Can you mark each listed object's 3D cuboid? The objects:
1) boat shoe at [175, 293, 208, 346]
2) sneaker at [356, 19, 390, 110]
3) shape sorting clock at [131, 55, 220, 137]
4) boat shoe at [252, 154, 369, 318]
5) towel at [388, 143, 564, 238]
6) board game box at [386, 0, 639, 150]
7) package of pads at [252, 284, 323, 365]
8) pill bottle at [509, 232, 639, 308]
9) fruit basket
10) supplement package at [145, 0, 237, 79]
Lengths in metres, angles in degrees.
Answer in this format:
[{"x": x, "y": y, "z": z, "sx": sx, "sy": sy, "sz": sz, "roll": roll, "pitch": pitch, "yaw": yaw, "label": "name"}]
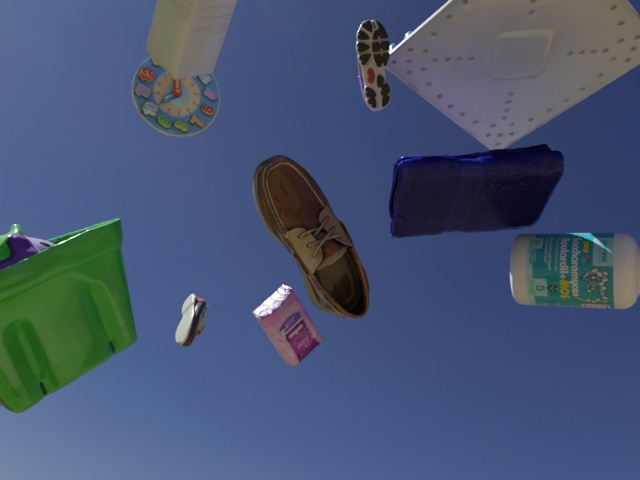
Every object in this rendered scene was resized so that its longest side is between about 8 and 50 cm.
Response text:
[{"x": -0.225, "y": 0.146, "z": 1.019, "sx": 0.049, "sy": 0.137, "sz": 0.043, "roll": -43, "pitch": -67, "yaw": 14, "label": "boat shoe"}, {"x": 0.093, "y": -0.339, "z": 1.114, "sx": 0.068, "sy": 0.071, "sz": 0.170, "roll": -9, "pitch": -70, "yaw": -16, "label": "sneaker"}, {"x": -0.338, "y": -0.347, "z": 1.350, "sx": 0.206, "sy": 0.206, "sz": 0.040, "roll": 25, "pitch": -13, "yaw": -17, "label": "shape sorting clock"}, {"x": 0.000, "y": 0.000, "z": 0.961, "sx": 0.324, "sy": 0.123, "sz": 0.116, "roll": 59, "pitch": -16, "yaw": -25, "label": "boat shoe"}, {"x": 0.288, "y": -0.095, "z": 1.111, "sx": 0.308, "sy": 0.076, "sz": 0.228, "roll": -3, "pitch": -32, "yaw": -1, "label": "towel"}, {"x": 0.393, "y": -0.381, "z": 1.136, "sx": 0.390, "sy": 0.050, "sz": 0.390, "roll": 27, "pitch": -43, "yaw": -32, "label": "board game box"}, {"x": -0.036, "y": 0.096, "z": 0.641, "sx": 0.032, "sy": 0.050, "sz": 0.083, "roll": 21, "pitch": -34, "yaw": 53, "label": "package of pads"}, {"x": 0.514, "y": 0.057, "z": 1.106, "sx": 0.264, "sy": 0.146, "sz": 0.146, "roll": -1, "pitch": -38, "yaw": 29, "label": "pill bottle"}, {"x": -0.461, "y": 0.024, "z": 0.749, "sx": 0.392, "sy": 0.283, "sz": 0.392, "roll": 22, "pitch": -53, "yaw": 33, "label": "fruit basket"}, {"x": -0.256, "y": -0.424, "z": 1.123, "sx": 0.105, "sy": 0.105, "sz": 0.179, "roll": 46, "pitch": -47, "yaw": 14, "label": "supplement package"}]
